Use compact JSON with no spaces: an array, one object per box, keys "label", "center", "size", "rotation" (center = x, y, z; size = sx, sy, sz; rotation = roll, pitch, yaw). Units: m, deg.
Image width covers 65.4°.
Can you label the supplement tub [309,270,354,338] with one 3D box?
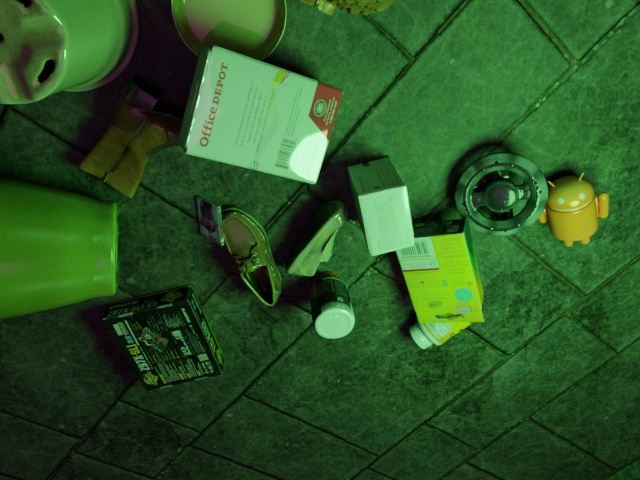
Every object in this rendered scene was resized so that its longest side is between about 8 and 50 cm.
[{"label":"supplement tub","center":[0.029,0.179,1.430],"size":[0.117,0.190,0.116],"rotation":[-3,123,-4]}]

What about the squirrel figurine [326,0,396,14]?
[{"label":"squirrel figurine","center":[0.065,-0.606,0.852],"size":[0.397,0.281,0.370],"rotation":[-42,91,-3]}]

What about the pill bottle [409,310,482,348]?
[{"label":"pill bottle","center":[0.386,0.246,1.557],"size":[0.215,0.117,0.117],"rotation":[-40,118,18]}]

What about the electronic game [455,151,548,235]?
[{"label":"electronic game","center":[0.471,-0.118,1.307],"size":[0.230,0.048,0.229],"rotation":[6,115,13]}]

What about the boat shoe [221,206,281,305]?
[{"label":"boat shoe","center":[-0.185,0.048,1.372],"size":[0.111,0.104,0.307],"rotation":[-24,121,10]}]

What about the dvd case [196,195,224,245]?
[{"label":"dvd case","center":[-0.291,-0.052,1.319],"size":[0.013,0.087,0.119],"rotation":[-33,136,-41]}]

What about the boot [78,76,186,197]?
[{"label":"boot","center":[-0.404,-0.202,1.198],"size":[0.264,0.096,0.280],"rotation":[29,117,-26]}]

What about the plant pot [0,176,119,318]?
[{"label":"plant pot","center":[-0.670,0.019,1.184],"size":[0.353,0.366,0.366],"rotation":[1,123,-21]}]

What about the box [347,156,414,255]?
[{"label":"box","center":[0.153,-0.090,1.280],"size":[0.119,0.181,0.181],"rotation":[-14,123,2]}]

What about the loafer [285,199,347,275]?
[{"label":"loafer","center":[0.000,0.000,1.374],"size":[0.092,0.101,0.268],"rotation":[25,125,-22]}]

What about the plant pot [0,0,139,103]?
[{"label":"plant pot","center":[-0.542,-0.406,0.927],"size":[0.334,0.305,0.333],"rotation":[-3,122,-5]}]

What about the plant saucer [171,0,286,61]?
[{"label":"plant saucer","center":[-0.194,-0.495,1.071],"size":[0.241,0.037,0.240],"rotation":[-3,122,-5]}]

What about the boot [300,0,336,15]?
[{"label":"boot","center":[0.053,-0.549,1.051],"size":[0.197,0.073,0.152],"rotation":[18,121,-10]}]

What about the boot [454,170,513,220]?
[{"label":"boot","center":[0.451,-0.104,1.380],"size":[0.137,0.077,0.197],"rotation":[-13,110,7]}]

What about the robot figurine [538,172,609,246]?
[{"label":"robot figurine","center":[0.691,-0.086,1.380],"size":[0.128,0.158,0.219],"rotation":[-38,123,-17]}]

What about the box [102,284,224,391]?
[{"label":"box","center":[-0.465,0.304,1.519],"size":[0.257,0.079,0.321],"rotation":[-13,123,3]}]

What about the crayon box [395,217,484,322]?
[{"label":"crayon box","center":[0.344,0.096,1.425],"size":[0.202,0.081,0.318],"rotation":[-5,122,27]}]

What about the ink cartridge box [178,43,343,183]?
[{"label":"ink cartridge box","center":[-0.132,-0.274,1.102],"size":[0.307,0.131,0.226],"rotation":[12,106,-26]}]
